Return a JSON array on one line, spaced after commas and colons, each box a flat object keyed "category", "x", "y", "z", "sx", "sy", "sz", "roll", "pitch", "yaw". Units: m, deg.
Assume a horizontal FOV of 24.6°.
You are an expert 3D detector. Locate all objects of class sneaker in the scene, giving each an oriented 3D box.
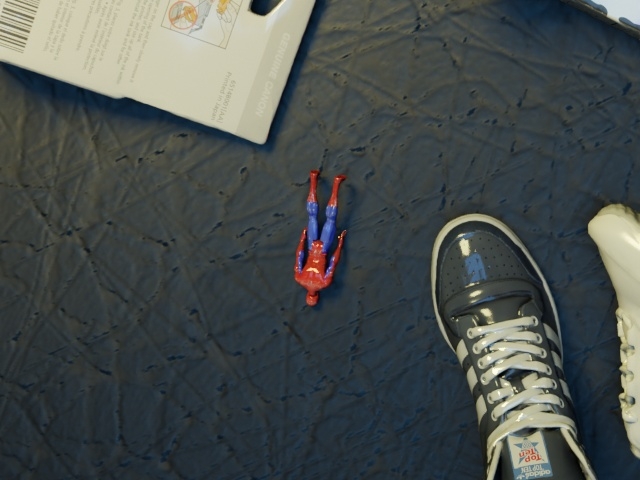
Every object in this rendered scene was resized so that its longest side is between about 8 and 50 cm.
[{"category": "sneaker", "x": 0.155, "y": 0.120, "z": 1.170, "sx": 0.099, "sy": 0.153, "sz": 0.282, "roll": -14, "pitch": 95, "yaw": 6}, {"category": "sneaker", "x": 0.289, "y": 0.110, "z": 1.184, "sx": 0.129, "sy": 0.111, "sz": 0.297, "roll": -29, "pitch": 92, "yaw": 14}]

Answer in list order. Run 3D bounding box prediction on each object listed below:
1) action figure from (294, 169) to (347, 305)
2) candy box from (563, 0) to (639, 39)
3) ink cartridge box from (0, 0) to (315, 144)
[{"category": "action figure", "x": 0.000, "y": 0.000, "z": 1.236, "sx": 0.038, "sy": 0.030, "sz": 0.115, "roll": 11, "pitch": 102, "yaw": 10}, {"category": "candy box", "x": 0.279, "y": -0.240, "z": 1.161, "sx": 0.196, "sy": 0.070, "sz": 0.165, "roll": 27, "pitch": 98, "yaw": 2}, {"category": "ink cartridge box", "x": -0.123, "y": -0.258, "z": 1.202, "sx": 0.261, "sy": 0.066, "sz": 0.296, "roll": 18, "pitch": 98, "yaw": -17}]
